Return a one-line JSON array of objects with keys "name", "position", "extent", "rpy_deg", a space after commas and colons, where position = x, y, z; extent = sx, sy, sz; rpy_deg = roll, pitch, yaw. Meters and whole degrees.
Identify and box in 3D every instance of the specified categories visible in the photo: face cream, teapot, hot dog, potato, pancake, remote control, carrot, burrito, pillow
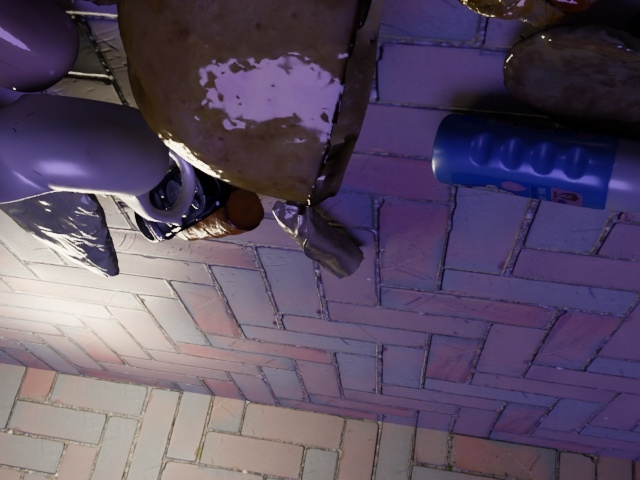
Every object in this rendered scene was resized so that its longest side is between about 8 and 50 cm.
[{"name": "face cream", "position": [0.264, -0.084, 0.825], "extent": [0.264, 0.083, 0.149], "rpy_deg": [12, -174, 22]}, {"name": "teapot", "position": [-0.275, -0.093, 0.893], "extent": [0.300, 0.165, 0.208], "rpy_deg": [16, 165, -41]}, {"name": "hot dog", "position": [0.170, -0.226, 0.648], "extent": [0.169, 0.061, 0.078], "rpy_deg": [11, 153, -2]}, {"name": "potato", "position": [-0.068, -0.172, 0.647], "extent": [0.243, 0.242, 0.285], "rpy_deg": [13, 146, -4]}, {"name": "pancake", "position": [0.300, -0.150, 0.730], "extent": [0.236, 0.042, 0.222], "rpy_deg": [16, 173, 19]}, {"name": "remote control", "position": [-0.216, -0.059, 1.138], "extent": [0.066, 0.090, 0.266], "rpy_deg": [-19, 178, -36]}, {"name": "carrot", "position": [-0.179, -0.028, 1.182], "extent": [0.072, 0.072, 0.205], "rpy_deg": [30, 149, -34]}, {"name": "burrito", "position": [0.000, 0.000, 1.179], "extent": [0.087, 0.060, 0.226], "rpy_deg": [1, 154, 32]}, {"name": "pillow", "position": [-0.431, -0.068, 1.105], "extent": [0.281, 0.076, 0.274], "rpy_deg": [34, 156, 9]}]

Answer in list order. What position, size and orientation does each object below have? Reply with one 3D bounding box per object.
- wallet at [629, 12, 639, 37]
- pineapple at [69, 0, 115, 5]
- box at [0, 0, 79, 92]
[{"name": "wallet", "position": [0.412, -0.151, 0.727], "extent": [0.133, 0.039, 0.243], "rpy_deg": [4, 155, 44]}, {"name": "pineapple", "position": [-0.276, -0.293, 0.637], "extent": [0.248, 0.128, 0.128], "rpy_deg": [18, 154, -1]}, {"name": "box", "position": [-0.366, -0.239, 0.801], "extent": [0.200, 0.088, 0.146], "rpy_deg": [27, 151, -33]}]
